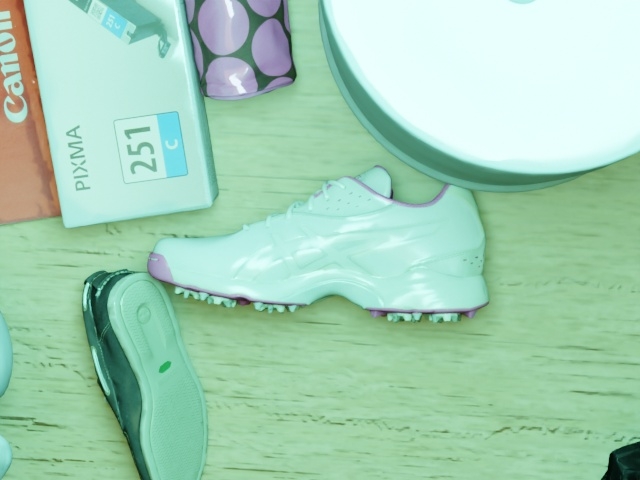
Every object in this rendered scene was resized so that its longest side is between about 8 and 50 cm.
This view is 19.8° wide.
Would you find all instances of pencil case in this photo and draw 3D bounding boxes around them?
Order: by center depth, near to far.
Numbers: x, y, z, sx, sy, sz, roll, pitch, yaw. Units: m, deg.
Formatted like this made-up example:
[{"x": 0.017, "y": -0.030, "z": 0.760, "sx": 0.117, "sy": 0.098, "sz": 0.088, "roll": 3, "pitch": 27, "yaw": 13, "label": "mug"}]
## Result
[{"x": -0.069, "y": -0.230, "z": 1.603, "sx": 0.095, "sy": 0.098, "sz": 0.209, "roll": 8, "pitch": 107, "yaw": 44, "label": "pencil case"}]

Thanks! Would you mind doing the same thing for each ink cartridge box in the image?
[{"x": -0.242, "y": -0.159, "z": 1.641, "sx": 0.261, "sy": 0.066, "sz": 0.296, "roll": -8, "pitch": 100, "yaw": 5, "label": "ink cartridge box"}]

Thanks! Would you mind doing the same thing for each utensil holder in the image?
[{"x": 0.151, "y": -0.199, "z": 1.412, "sx": 0.327, "sy": 0.385, "sz": 0.327, "roll": 0, "pitch": 92, "yaw": 3, "label": "utensil holder"}]

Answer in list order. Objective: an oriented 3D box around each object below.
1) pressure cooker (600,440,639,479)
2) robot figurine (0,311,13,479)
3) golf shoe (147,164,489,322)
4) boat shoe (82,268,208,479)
[{"x": 0.427, "y": 0.370, "z": 1.534, "sx": 0.420, "sy": 0.375, "sz": 0.370, "roll": 6, "pitch": 99, "yaw": 4, "label": "pressure cooker"}, {"x": -0.406, "y": 0.155, "z": 1.647, "sx": 0.300, "sy": 0.200, "sz": 0.353, "roll": 33, "pitch": 103, "yaw": 20, "label": "robot figurine"}, {"x": 0.000, "y": 0.000, "z": 1.640, "sx": 0.306, "sy": 0.115, "sz": 0.140, "roll": 3, "pitch": 91, "yaw": -2, "label": "golf shoe"}, {"x": -0.164, "y": 0.136, "z": 1.700, "sx": 0.079, "sy": 0.084, "sz": 0.233, "roll": 3, "pitch": 113, "yaw": 43, "label": "boat shoe"}]
